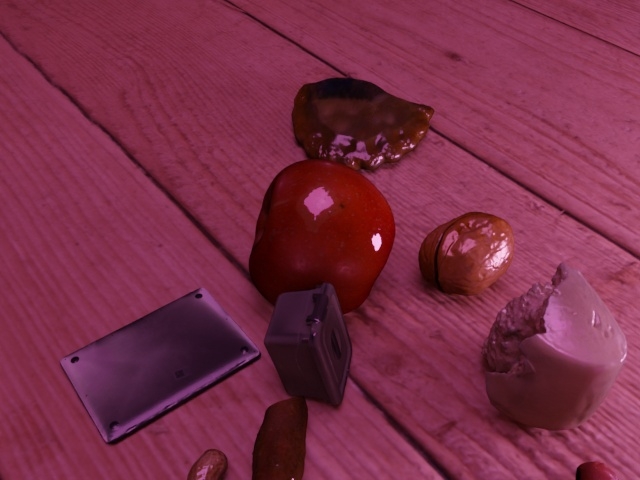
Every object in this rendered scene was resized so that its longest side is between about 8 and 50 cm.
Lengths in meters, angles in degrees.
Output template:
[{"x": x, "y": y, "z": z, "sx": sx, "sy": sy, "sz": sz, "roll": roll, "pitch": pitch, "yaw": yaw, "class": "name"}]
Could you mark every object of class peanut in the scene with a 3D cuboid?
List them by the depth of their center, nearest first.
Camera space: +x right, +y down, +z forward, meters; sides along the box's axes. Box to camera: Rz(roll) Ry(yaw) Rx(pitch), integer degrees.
[{"x": -0.155, "y": 0.330, "z": 0.864, "sx": 0.053, "sy": 0.054, "sz": 0.113, "roll": 7, "pitch": 44, "yaw": 5, "class": "peanut"}]

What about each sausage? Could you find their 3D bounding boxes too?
[{"x": 0.370, "y": 0.342, "z": 0.863, "sx": 0.054, "sy": 0.059, "sz": 0.094, "roll": 5, "pitch": 44, "yaw": 16, "class": "sausage"}]

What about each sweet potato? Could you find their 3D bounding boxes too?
[{"x": -0.063, "y": 0.310, "z": 0.865, "sx": 0.077, "sy": 0.077, "sz": 0.244, "roll": 8, "pitch": 36, "yaw": 6, "class": "sweet potato"}]

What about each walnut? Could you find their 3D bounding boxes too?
[{"x": 0.254, "y": 0.025, "z": 1.141, "sx": 0.180, "sy": 0.144, "sz": 0.144, "roll": -35, "pitch": 55, "yaw": -28, "class": "walnut"}]

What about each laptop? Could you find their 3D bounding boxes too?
[{"x": -0.254, "y": 0.186, "z": 1.034, "sx": 0.269, "sy": 0.015, "sz": 0.187, "roll": -27, "pitch": 51, "yaw": -27, "class": "laptop"}]

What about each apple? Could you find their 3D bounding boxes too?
[{"x": 0.000, "y": 0.000, "z": 1.070, "sx": 0.216, "sy": 0.260, "sz": 0.260, "roll": 19, "pitch": 43, "yaw": -10, "class": "apple"}]

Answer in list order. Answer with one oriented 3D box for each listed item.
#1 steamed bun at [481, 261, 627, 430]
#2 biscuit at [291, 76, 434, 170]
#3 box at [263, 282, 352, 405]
[{"x": 0.319, "y": 0.156, "z": 0.937, "sx": 0.170, "sy": 0.226, "sz": 0.200, "roll": -13, "pitch": 47, "yaw": -15, "class": "steamed bun"}, {"x": 0.100, "y": -0.286, "z": 1.503, "sx": 0.335, "sy": 0.078, "sz": 0.329, "roll": -14, "pitch": 50, "yaw": -13, "class": "biscuit"}, {"x": -0.018, "y": 0.157, "z": 0.974, "sx": 0.092, "sy": 0.172, "sz": 0.124, "roll": -3, "pitch": 40, "yaw": 17, "class": "box"}]
